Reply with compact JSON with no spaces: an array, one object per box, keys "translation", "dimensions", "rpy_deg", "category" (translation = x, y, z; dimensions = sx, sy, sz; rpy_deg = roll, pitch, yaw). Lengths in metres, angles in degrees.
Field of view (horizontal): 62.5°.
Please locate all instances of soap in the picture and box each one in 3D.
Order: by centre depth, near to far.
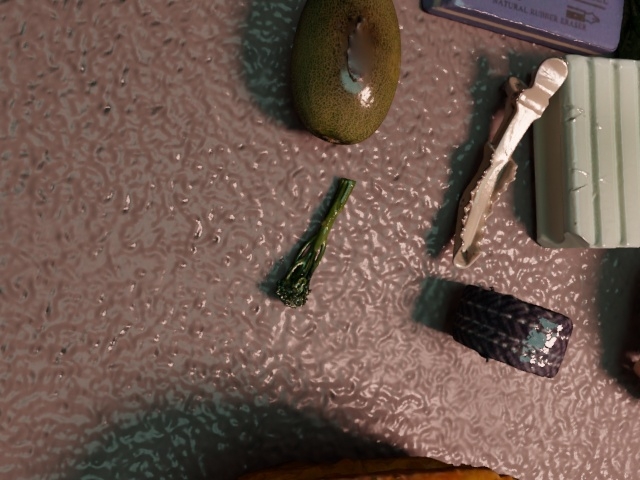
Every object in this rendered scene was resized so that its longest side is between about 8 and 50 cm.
[{"translation":[0.295,-0.090,0.565],"dimensions":[0.119,0.066,0.197],"rpy_deg":[-2,89,-15],"category":"soap"}]

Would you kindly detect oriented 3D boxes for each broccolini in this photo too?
[{"translation":[0.000,0.000,0.496],"dimensions":[0.030,0.035,0.139],"rpy_deg":[31,80,-17],"category":"broccolini"}]

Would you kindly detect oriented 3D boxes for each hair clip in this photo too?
[{"translation":[0.179,-0.078,0.545],"dimensions":[0.034,0.072,0.225],"rpy_deg":[24,92,-14],"category":"hair clip"}]

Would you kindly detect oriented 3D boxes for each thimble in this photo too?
[{"translation":[0.182,0.085,0.510],"dimensions":[0.095,0.104,0.066],"rpy_deg":[17,92,-11],"category":"thimble"}]

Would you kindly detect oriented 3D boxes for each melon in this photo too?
[{"translation":[0.024,-0.167,0.474],"dimensions":[0.099,0.099,0.162],"rpy_deg":[8,86,-16],"category":"melon"}]

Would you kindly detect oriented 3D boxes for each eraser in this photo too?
[{"translation":[0.219,-0.260,0.562],"dimensions":[0.225,0.036,0.081],"rpy_deg":[9,89,-16],"category":"eraser"}]

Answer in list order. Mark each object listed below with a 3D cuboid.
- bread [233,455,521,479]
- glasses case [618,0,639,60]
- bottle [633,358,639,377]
[{"translation":[0.041,0.325,0.419],"dimensions":[0.359,0.204,0.336],"rpy_deg":[5,90,-12],"category":"bread"},{"translation":[0.384,-0.168,0.578],"dimensions":[0.062,0.095,0.272],"rpy_deg":[-7,90,-11],"category":"glasses case"},{"translation":[0.507,0.117,0.576],"dimensions":[0.297,0.173,0.206],"rpy_deg":[9,120,-16],"category":"bottle"}]
